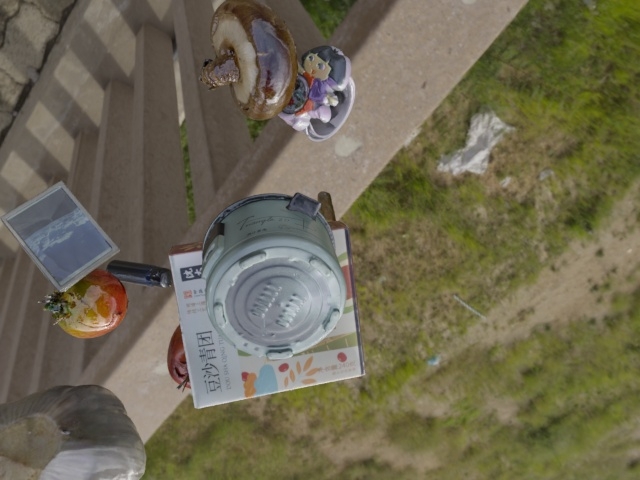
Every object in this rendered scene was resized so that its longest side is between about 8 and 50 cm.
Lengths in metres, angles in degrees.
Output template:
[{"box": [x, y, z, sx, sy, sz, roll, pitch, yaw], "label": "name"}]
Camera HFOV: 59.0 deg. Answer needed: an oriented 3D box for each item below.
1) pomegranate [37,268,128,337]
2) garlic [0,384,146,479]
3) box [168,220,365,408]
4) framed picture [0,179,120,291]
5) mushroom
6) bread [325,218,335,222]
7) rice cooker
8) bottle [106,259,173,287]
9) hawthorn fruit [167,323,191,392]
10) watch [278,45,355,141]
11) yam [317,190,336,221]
[{"box": [-0.673, 0.182, 1.626, 0.235, 0.210, 0.210, -6, 139, -55], "label": "pomegranate"}, {"box": [-0.474, 0.407, 1.033, 0.317, 0.317, 0.259, -18, 141, -2], "label": "garlic"}, {"box": [-0.112, 0.157, 1.256, 0.385, 0.122, 0.345, -9, 101, -9], "label": "box"}, {"box": [-0.691, -0.014, 1.506, 0.189, 0.260, 0.023, -39, 176, -23], "label": "framed picture"}, {"box": [-0.173, -0.449, 1.408, 0.278, 0.163, 0.297, -9, 102, 39], "label": "mushroom"}, {"box": [0.000, 0.000, 1.617, 0.080, 0.084, 0.109, 14, 146, 18], "label": "bread"}, {"box": [-0.082, 0.053, 0.962, 0.241, 0.227, 0.281, 22, 111, -18], "label": "rice cooker"}, {"box": [-0.588, 0.108, 1.838, 0.244, 0.072, 0.082, 6, 150, 27], "label": "bottle"}, {"box": [-0.301, 0.297, 1.459, 0.211, 0.299, 0.211, 2, 105, 9], "label": "hawthorn fruit"}, {"box": [0.012, -0.396, 1.549, 0.231, 0.196, 0.244, 6, 118, -58], "label": "watch"}, {"box": [0.031, -0.045, 1.784, 0.056, 0.241, 0.057, -8, 155, -4], "label": "yam"}]
